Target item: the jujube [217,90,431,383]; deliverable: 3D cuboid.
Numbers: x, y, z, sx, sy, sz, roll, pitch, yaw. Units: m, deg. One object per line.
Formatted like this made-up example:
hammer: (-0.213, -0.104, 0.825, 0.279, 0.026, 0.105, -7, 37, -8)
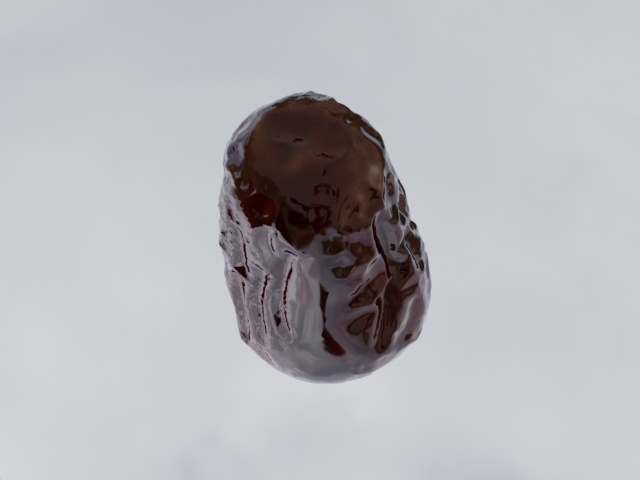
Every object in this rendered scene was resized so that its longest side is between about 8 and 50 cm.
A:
jujube: (0.000, 0.000, 1.417, 0.155, 0.230, 0.155, -4, -127, 5)
